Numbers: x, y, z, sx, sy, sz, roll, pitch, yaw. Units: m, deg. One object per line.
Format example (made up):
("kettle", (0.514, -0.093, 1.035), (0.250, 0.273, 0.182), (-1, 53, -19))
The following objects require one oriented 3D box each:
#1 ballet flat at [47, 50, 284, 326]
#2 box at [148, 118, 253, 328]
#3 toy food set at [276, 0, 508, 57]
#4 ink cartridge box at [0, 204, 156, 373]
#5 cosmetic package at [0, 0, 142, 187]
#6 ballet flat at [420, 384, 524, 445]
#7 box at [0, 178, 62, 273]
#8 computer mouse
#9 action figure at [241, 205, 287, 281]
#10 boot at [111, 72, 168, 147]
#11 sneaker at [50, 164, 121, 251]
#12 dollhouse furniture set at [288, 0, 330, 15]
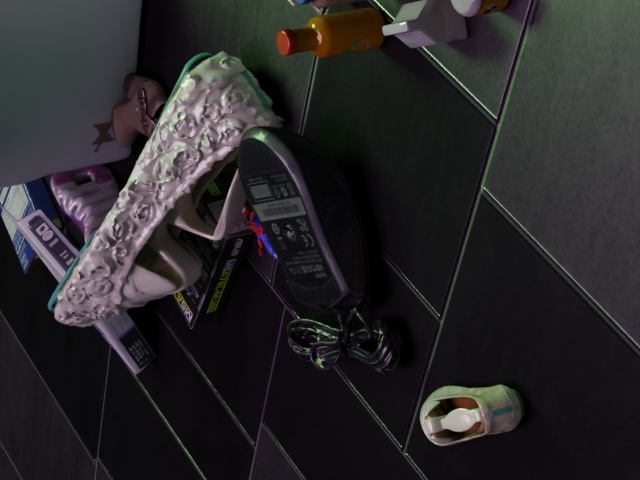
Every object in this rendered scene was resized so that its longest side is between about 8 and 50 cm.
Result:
("ballet flat", (-0.171, -0.022, 1.799), (0.147, 0.147, 0.409), (56, 128, 30))
("box", (-0.159, -0.022, 1.937), (0.190, 0.045, 0.184), (57, 148, 27))
("toy food set", (0.053, -0.219, 1.422), (0.232, 0.105, 0.111), (2, 105, 59))
("ink cartridge box", (-0.318, 0.053, 2.150), (0.208, 0.045, 0.206), (41, 166, 41))
("cosmetic package", (-0.453, -0.300, 2.024), (0.393, 0.329, 0.327), (46, 139, 40))
("ballet flat", (0.126, 0.164, 1.525), (0.168, 0.052, 0.057), (-29, 78, 60))
("box", (-0.451, -0.080, 2.416), (0.225, 0.036, 0.136), (63, 148, 18))
("computer mouse", (0.000, 0.000, 1.660), (0.188, 0.072, 0.272), (2, 117, 57))
("action figure", (-0.057, -0.002, 1.789), (0.115, 0.030, 0.038), (51, 148, 39))
("boot", (-0.215, -0.145, 1.980), (0.087, 0.042, 0.118), (45, 139, 39))
("sneaker", (-0.272, -0.002, 2.102), (0.236, 0.095, 0.104), (50, 149, 45))
("dollhouse furniture set", (-0.027, -0.255, 1.565), (0.114, 0.081, 0.091), (55, 145, 31))
